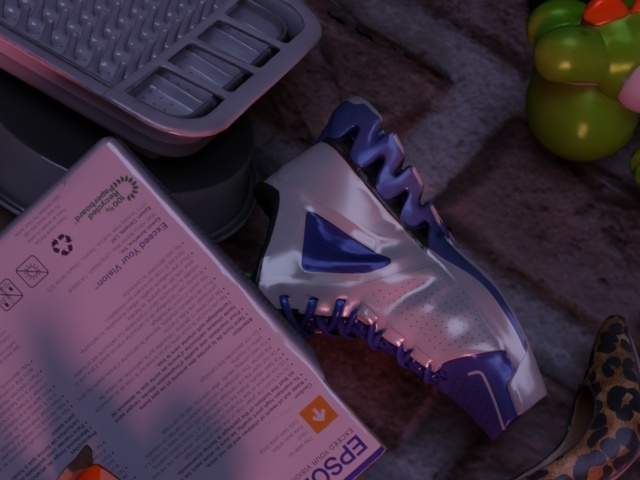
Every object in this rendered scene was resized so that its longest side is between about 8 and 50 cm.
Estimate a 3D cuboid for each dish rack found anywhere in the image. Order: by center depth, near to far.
[{"bbox_3d":[-0.191,-0.196,1.474,0.333,0.072,0.285,31,37,7],"label":"dish rack"}]

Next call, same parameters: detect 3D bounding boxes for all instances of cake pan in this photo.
[{"bbox_3d":[-0.184,-0.103,1.473,0.293,0.054,0.293,17,36,-13],"label":"cake pan"}]

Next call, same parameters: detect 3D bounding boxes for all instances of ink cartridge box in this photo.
[{"bbox_3d":[-0.173,0.143,1.337,0.324,0.071,0.330,-41,91,5],"label":"ink cartridge box"}]

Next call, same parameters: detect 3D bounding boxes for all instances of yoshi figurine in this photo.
[{"bbox_3d":[0.344,-0.139,1.584,0.362,0.203,0.203,8,104,-17],"label":"yoshi figurine"}]

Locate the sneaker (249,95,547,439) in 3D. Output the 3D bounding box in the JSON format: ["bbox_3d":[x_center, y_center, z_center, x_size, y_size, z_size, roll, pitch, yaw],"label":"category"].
[{"bbox_3d":[0.040,0.051,1.422,0.182,0.127,0.315,-32,76,-6],"label":"sneaker"}]

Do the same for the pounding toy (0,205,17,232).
[{"bbox_3d":[-0.237,-0.042,1.474,0.130,0.100,0.141,31,24,9],"label":"pounding toy"}]

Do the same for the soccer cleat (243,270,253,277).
[{"bbox_3d":[0.000,0.000,1.515,0.179,0.060,0.072,-40,73,-18],"label":"soccer cleat"}]

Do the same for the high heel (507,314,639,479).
[{"bbox_3d":[0.176,0.171,1.430,0.186,0.093,0.261,11,68,-1],"label":"high heel"}]

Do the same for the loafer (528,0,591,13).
[{"bbox_3d":[0.288,-0.260,1.670,0.170,0.062,0.061,-1,60,-8],"label":"loafer"}]

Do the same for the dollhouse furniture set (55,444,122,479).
[{"bbox_3d":[-0.143,0.323,1.241,0.262,0.135,0.259,36,94,2],"label":"dollhouse furniture set"}]
